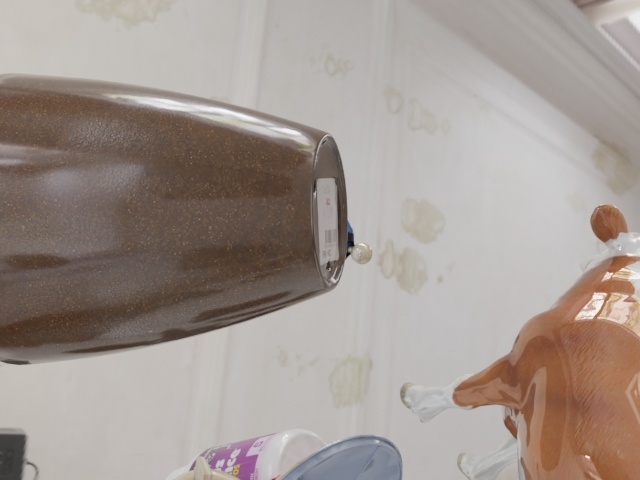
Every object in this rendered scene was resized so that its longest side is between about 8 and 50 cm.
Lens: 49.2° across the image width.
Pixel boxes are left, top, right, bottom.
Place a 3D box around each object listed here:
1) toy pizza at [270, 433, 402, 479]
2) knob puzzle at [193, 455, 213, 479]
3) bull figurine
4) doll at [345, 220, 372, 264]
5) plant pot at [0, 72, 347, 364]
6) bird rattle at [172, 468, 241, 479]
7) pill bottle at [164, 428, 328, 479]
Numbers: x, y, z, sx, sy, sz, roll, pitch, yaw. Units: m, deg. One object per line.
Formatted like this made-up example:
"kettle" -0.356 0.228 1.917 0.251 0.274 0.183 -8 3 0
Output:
"toy pizza" -0.003 0.269 0.694 0.201 0.032 0.201 -20 -52 -28
"knob puzzle" -0.131 0.339 0.744 0.030 0.213 0.213 10 -106 -11
"bull figurine" 0.146 0.118 0.394 0.101 0.188 0.310 38 -147 -23
"doll" 0.000 0.000 1.204 0.046 0.189 0.129 -40 -35 -67
"plant pot" -0.103 -0.016 0.498 0.215 0.230 0.215 0 -90 -76
"bird rattle" -0.176 0.425 0.977 0.254 0.143 0.206 13 -106 1
"pill bottle" -0.127 0.418 1.155 0.169 0.302 0.169 29 -131 -40
